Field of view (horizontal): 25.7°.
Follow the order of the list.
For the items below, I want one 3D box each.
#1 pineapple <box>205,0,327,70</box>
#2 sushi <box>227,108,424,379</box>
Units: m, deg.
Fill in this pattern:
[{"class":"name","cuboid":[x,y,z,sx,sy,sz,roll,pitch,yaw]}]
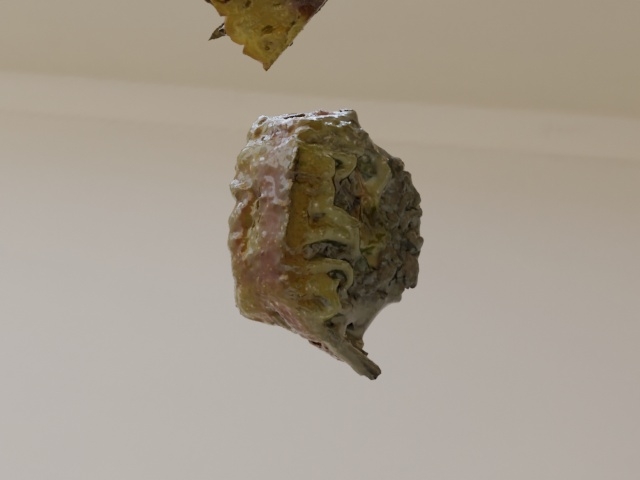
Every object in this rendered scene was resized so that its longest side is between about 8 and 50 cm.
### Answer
[{"class":"pineapple","cuboid":[-0.034,-0.267,1.242,0.135,0.233,0.079,42,-148,-4]},{"class":"sushi","cuboid":[0.000,0.000,1.416,0.139,0.184,0.274,-5,-106,46]}]
